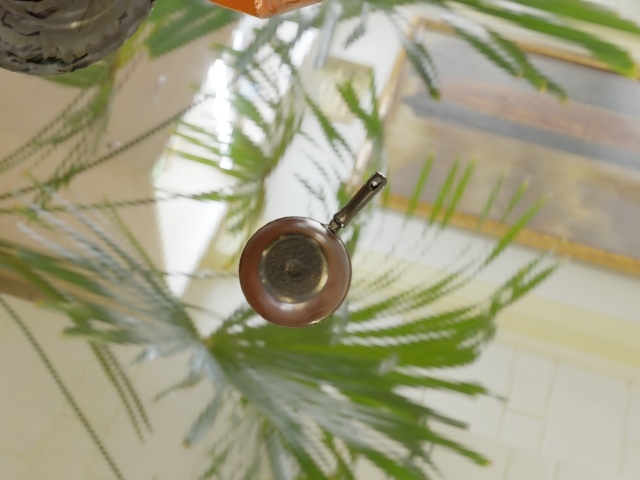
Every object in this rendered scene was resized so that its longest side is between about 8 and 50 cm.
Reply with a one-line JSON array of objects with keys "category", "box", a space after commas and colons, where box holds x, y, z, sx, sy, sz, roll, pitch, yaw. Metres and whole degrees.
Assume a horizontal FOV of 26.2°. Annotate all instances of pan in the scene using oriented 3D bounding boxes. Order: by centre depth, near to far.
[{"category": "pan", "box": [0.000, 0.000, 0.821, 0.115, 0.068, 0.023, -49, 172, -9]}]

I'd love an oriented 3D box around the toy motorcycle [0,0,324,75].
[{"category": "toy motorcycle", "box": [0.002, -0.192, 0.461, 0.325, 0.147, 0.221, -25, 126, -37]}]
